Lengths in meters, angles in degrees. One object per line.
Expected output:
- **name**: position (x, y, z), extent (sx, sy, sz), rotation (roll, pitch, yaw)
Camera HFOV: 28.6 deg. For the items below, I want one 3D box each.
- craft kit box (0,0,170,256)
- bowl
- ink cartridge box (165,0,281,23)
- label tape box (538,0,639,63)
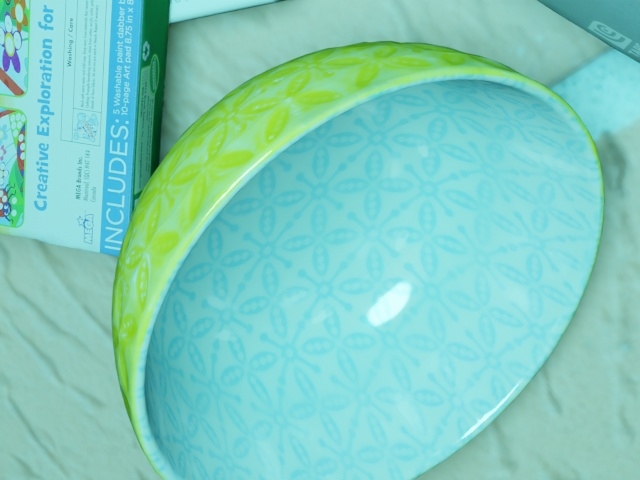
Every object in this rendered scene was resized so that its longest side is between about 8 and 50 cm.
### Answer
- **craft kit box**: position (-0.212, -0.130, 0.743), extent (0.246, 0.061, 0.250), rotation (9, 107, 9)
- **bowl**: position (0.000, 0.000, 0.714), extent (0.156, 0.289, 0.289), rotation (49, 118, 45)
- **ink cartridge box**: position (-0.167, -0.239, 0.761), extent (0.275, 0.060, 0.239), rotation (-8, 101, 16)
- **label tape box**: position (0.094, -0.286, 0.618), extent (0.347, 0.115, 0.249), rotation (33, 89, 2)
